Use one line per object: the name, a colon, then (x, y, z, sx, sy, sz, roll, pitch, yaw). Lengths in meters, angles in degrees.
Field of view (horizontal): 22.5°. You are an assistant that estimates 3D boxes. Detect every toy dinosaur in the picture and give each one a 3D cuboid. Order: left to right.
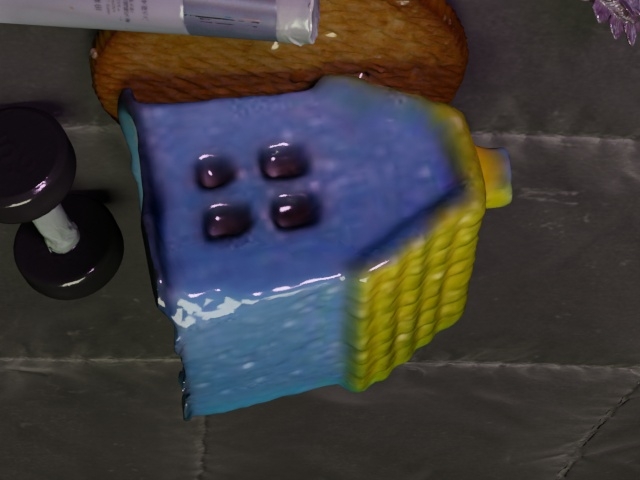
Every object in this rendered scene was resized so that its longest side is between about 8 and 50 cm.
toy dinosaur: (0.200, -0.195, 1.168, 0.209, 0.082, 0.039, 22, 136, -35)

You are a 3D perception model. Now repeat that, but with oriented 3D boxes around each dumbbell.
dumbbell: (-0.243, -0.028, 1.409, 0.100, 0.100, 0.191, -6, 151, 6)

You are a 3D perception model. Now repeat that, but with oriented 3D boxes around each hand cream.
hand cream: (-0.127, -0.177, 1.143, 0.255, 0.048, 0.079, 9, 120, 10)

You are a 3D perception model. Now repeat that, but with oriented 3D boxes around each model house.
model house: (0.000, 0.000, 1.304, 0.303, 0.215, 0.237, -6, 153, -3)

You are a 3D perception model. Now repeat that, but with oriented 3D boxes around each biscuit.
biscuit: (-0.032, -0.142, 1.285, 0.305, 0.038, 0.305, -3, 154, -1)
